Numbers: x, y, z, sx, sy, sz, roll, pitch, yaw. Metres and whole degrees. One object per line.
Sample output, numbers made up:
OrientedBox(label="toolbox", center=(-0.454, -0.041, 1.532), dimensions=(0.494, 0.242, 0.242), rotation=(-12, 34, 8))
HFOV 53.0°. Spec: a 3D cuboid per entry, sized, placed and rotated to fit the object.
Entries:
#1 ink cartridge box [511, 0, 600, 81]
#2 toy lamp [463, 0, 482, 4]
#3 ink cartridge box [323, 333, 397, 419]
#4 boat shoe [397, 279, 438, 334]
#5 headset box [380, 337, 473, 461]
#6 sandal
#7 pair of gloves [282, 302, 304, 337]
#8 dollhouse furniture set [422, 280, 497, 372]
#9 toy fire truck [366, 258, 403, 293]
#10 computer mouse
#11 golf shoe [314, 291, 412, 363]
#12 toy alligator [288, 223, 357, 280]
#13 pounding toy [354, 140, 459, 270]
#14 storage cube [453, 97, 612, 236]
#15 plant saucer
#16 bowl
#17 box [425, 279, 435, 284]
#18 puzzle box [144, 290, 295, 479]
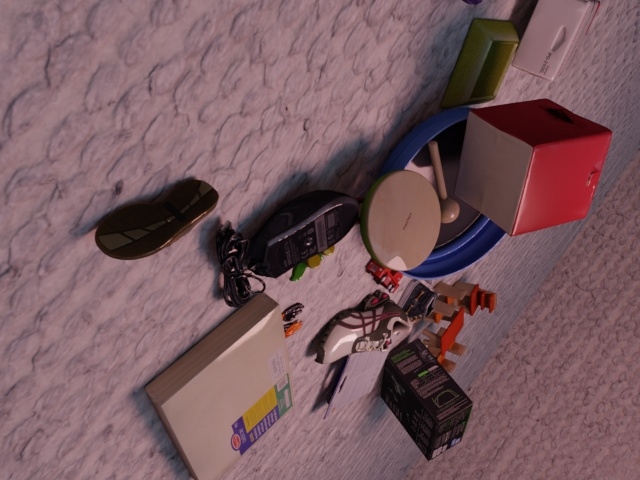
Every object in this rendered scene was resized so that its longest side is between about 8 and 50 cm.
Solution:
OrientedBox(label="ink cartridge box", center=(0.522, -0.457, 1.414), dimensions=(0.237, 0.100, 0.172), rotation=(-33, 147, -56))
OrientedBox(label="toy lamp", center=(0.210, -0.456, 1.000), dimensions=(0.080, 0.080, 0.274), rotation=(-59, 151, 7))
OrientedBox(label="ink cartridge box", center=(0.094, 0.346, 1.712), dimensions=(0.224, 0.045, 0.223), rotation=(-13, 130, -51))
OrientedBox(label="boat shoe", center=(0.250, 0.202, 1.760), dimensions=(0.065, 0.083, 0.183), rotation=(-9, 128, -54))
OrientedBox(label="headset box", center=(0.307, 0.475, 1.948), dimensions=(0.131, 0.283, 0.246), rotation=(-24, 140, -20))
OrientedBox(label="sandal", center=(-0.208, -0.022, 0.840), dimensions=(0.180, 0.072, 0.049), rotation=(-36, 168, -39))
OrientedBox(label="pair of gloves", center=(-0.064, 0.167, 1.313), dimensions=(0.074, 0.010, 0.083), rotation=(-28, 139, -39))
OrientedBox(label="dollhouse furniture set", center=(0.428, 0.244, 1.976), dimensions=(0.259, 0.135, 0.262), rotation=(-46, 140, -37))
OrientedBox(label="toy fire truck", center=(0.186, 0.055, 1.542), dimensions=(0.135, 0.047, 0.192), rotation=(-53, 151, -5))
OrientedBox(label="computer mouse", center=(-0.059, -0.014, 1.075), dimensions=(0.272, 0.072, 0.189), rotation=(-28, 145, -21))
OrientedBox(label="golf shoe", center=(0.103, 0.219, 1.516), dimensions=(0.272, 0.120, 0.105), rotation=(-31, 145, -36))
OrientedBox(label="toy alligator", center=(0.000, 0.000, 1.195), dimensions=(0.189, 0.056, 0.051), rotation=(-43, 109, -22))
OrientedBox(label="pounding toy", center=(0.139, -0.055, 1.203), dimensions=(0.237, 0.110, 0.183), rotation=(-40, 117, -27))
OrientedBox(label="storage cube", center=(0.397, -0.142, 1.228), dimensions=(0.193, 0.184, 0.215), rotation=(-12, 127, -25))
OrientedBox(label="plant saucer", center=(0.345, -0.361, 1.344), dimensions=(0.188, 0.045, 0.189), rotation=(-19, 136, -48))
OrientedBox(label="bowl", center=(0.276, -0.098, 1.360), dimensions=(0.390, 0.077, 0.391), rotation=(-17, 128, -23))
OrientedBox(label="box", center=(0.339, 0.015, 1.746), dimensions=(0.145, 0.038, 0.186), rotation=(-40, 148, -25))
OrientedBox(label="puzzle box", center=(-0.174, 0.308, 1.250), dimensions=(0.272, 0.052, 0.409), rotation=(-40, 149, -27))
